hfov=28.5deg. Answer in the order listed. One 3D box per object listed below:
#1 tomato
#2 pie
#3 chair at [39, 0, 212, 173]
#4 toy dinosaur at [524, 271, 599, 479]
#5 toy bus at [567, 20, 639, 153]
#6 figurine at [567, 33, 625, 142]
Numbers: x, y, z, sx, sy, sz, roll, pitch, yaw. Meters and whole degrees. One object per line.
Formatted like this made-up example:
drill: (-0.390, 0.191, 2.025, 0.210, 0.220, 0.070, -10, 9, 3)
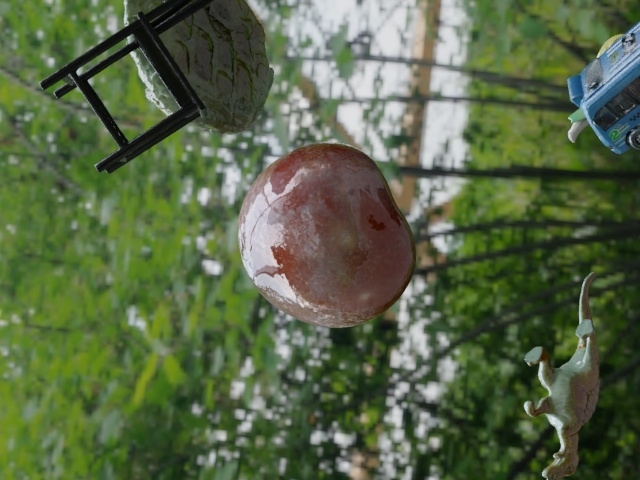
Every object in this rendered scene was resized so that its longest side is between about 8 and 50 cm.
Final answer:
tomato: (0.000, 0.000, 1.789, 0.270, 0.227, 0.270, 54, 160, 30)
pie: (-0.172, -0.286, 1.810, 0.306, 0.071, 0.306, 36, -137, -43)
chair: (-0.188, -0.206, 1.514, 0.141, 0.260, 0.154, 57, 177, -4)
toy dinosaur: (0.290, 0.154, 1.389, 0.212, 0.057, 0.142, -48, -54, -26)
toy bus: (0.482, -0.246, 1.812, 0.246, 0.134, 0.113, -41, 26, 33)
figurine: (0.449, -0.240, 2.005, 0.187, 0.083, 0.083, -54, -3, 11)
